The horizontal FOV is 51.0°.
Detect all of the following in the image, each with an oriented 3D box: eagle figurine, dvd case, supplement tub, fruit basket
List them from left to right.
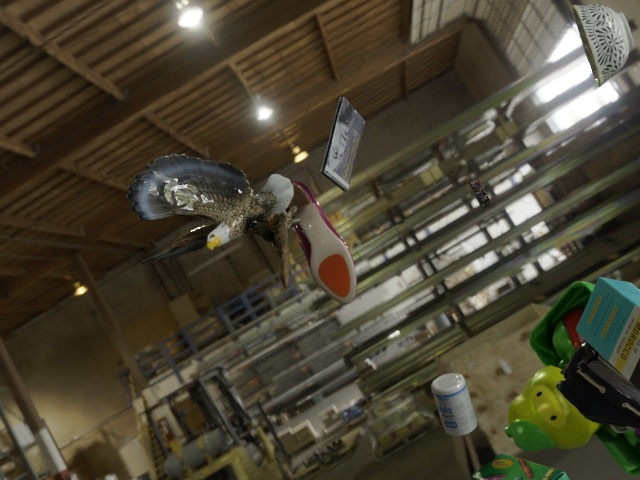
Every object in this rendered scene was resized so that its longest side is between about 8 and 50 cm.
[{"bbox_3d":[-0.201,-0.039,1.308,0.298,0.226,0.225,10,-2,13],"label":"eagle figurine"},{"bbox_3d":[0.066,-0.266,1.879,0.018,0.221,0.164,10,-10,27],"label":"dvd case"},{"bbox_3d":[0.268,0.328,1.348,0.071,0.107,0.071,-18,12,4],"label":"supplement tub"},{"bbox_3d":[0.568,0.302,1.401,0.392,0.392,0.283,-26,-29,-34],"label":"fruit basket"}]

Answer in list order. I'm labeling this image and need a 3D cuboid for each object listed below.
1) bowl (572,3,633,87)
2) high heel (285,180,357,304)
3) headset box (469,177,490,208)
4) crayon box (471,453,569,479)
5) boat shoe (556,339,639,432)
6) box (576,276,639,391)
[{"bbox_3d":[0.553,-0.390,1.299,0.080,0.170,0.170,-19,-2,22],"label":"bowl"},{"bbox_3d":[0.000,0.000,1.902,0.127,0.377,0.181,-23,5,1],"label":"high heel"},{"bbox_3d":[0.474,-0.143,2.001,0.032,0.083,0.062,-25,-23,9],"label":"headset box"},{"bbox_3d":[0.380,0.499,1.096,0.081,0.278,0.165,-30,4,-21],"label":"crayon box"},{"bbox_3d":[0.594,0.301,1.212,0.127,0.340,0.158,-39,-14,-51],"label":"boat shoe"},{"bbox_3d":[0.464,0.150,0.943,0.060,0.100,0.244,10,19,-15],"label":"box"}]
